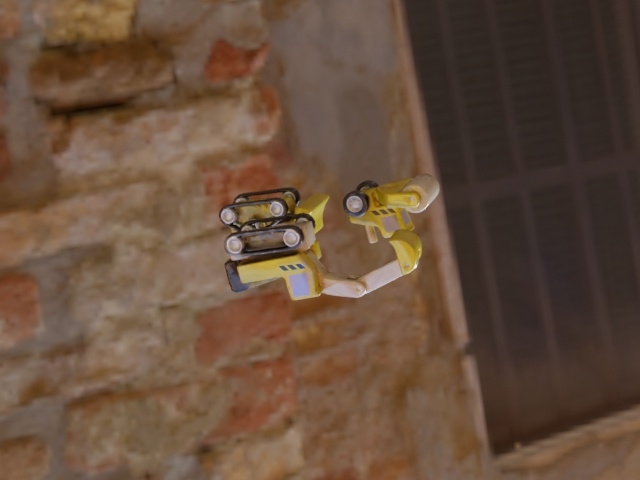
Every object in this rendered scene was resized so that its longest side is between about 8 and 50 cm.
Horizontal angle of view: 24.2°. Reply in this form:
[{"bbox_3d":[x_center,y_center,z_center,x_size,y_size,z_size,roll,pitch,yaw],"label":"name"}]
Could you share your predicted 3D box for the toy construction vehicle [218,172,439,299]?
[{"bbox_3d":[0.000,0.000,0.632,0.098,0.035,0.086,-7,-167,16],"label":"toy construction vehicle"}]
